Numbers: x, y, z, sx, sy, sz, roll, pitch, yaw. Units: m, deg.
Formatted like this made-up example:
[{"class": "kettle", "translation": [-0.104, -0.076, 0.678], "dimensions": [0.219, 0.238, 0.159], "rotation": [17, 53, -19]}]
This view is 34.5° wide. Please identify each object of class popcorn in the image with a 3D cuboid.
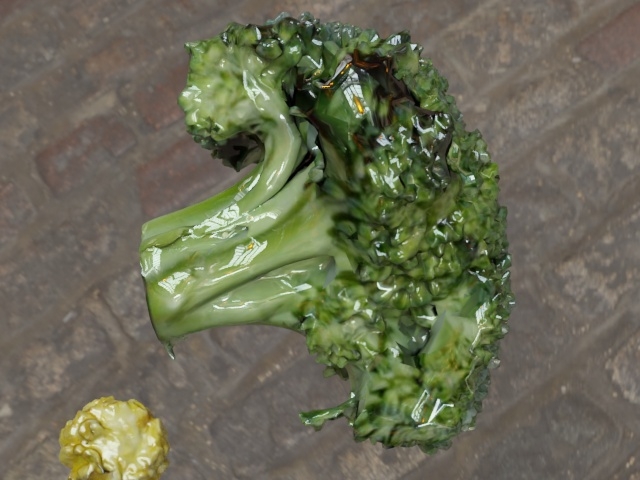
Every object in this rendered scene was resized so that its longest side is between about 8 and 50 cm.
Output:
[{"class": "popcorn", "translation": [-0.152, 0.157, 0.767], "dimensions": [0.082, 0.057, 0.083], "rotation": [-1, 69, -26]}]

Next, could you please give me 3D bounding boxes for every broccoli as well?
[{"class": "broccoli", "translation": [0.017, -0.019, 0.856], "dimensions": [0.317, 0.338, 0.277], "rotation": [13, 22, -18]}]
